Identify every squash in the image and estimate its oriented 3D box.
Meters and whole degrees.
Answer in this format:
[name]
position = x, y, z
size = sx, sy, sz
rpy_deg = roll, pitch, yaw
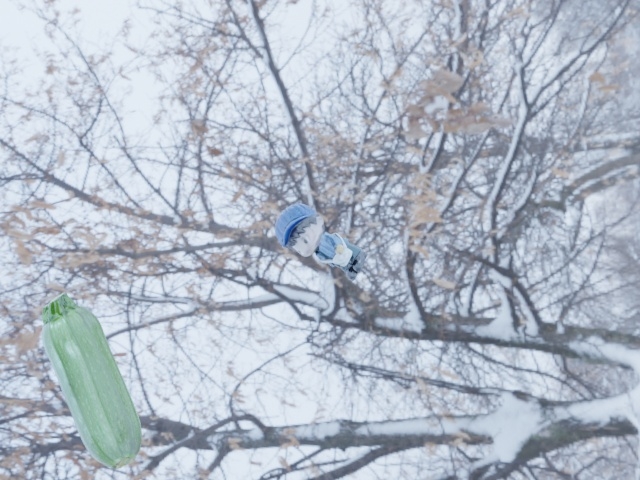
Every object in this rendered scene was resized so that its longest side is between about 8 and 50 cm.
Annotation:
[squash]
position = -0.276, 0.167, 0.690
size = 0.077, 0.068, 0.219
rpy_deg = 112, 134, -84

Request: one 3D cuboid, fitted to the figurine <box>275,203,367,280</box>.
[figurine]
position = 0.000, 0.000, 0.876
size = 0.149, 0.086, 0.087
rpy_deg = 27, -127, -1
